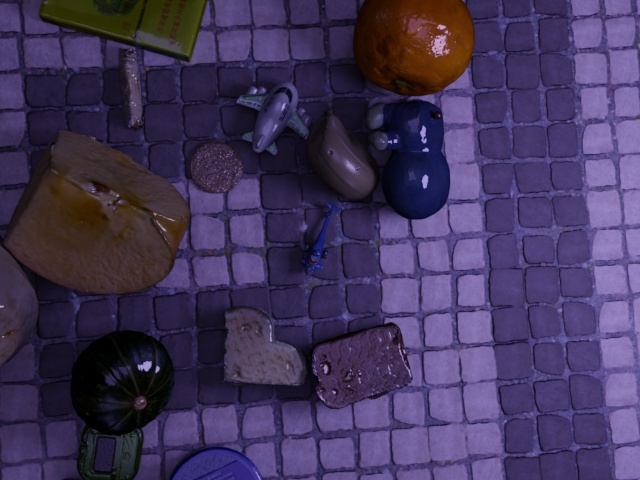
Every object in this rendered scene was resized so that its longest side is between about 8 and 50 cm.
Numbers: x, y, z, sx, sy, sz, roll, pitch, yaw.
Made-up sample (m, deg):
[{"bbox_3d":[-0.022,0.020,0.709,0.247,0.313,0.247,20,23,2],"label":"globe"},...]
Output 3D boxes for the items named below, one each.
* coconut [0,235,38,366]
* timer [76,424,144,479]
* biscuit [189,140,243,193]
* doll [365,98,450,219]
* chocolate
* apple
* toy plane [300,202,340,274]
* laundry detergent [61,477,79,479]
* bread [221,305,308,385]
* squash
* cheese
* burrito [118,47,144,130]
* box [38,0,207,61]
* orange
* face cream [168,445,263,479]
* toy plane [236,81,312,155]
[{"bbox_3d":[-0.710,0.111,1.479,0.323,0.323,0.323,0,86,-6],"label":"coconut"},{"bbox_3d":[-0.441,0.442,1.608,0.128,0.047,0.140,9,85,-5],"label":"timer"},{"bbox_3d":[-0.230,-0.161,1.691,0.120,0.015,0.120,0,86,-5],"label":"biscuit"},{"bbox_3d":[0.204,-0.176,1.666,0.228,0.154,0.258,-11,104,-44],"label":"doll"},{"bbox_3d":[0.082,0.269,1.654,0.214,0.093,0.148,-14,86,-8],"label":"chocolate"},{"bbox_3d":[-0.436,-0.053,1.548,0.309,0.252,0.314,29,67,-27],"label":"apple"},{"bbox_3d":[0.000,0.000,1.683,0.054,0.062,0.167,21,74,-4],"label":"toy plane"},{"bbox_3d":[-0.425,0.599,1.574,0.289,0.094,0.143,20,83,-4],"label":"laundry detergent"},{"bbox_3d":[-0.139,0.251,1.646,0.232,0.064,0.172,44,83,0],"label":"bread"},{"bbox_3d":[-0.402,0.287,1.555,0.172,0.218,0.218,27,82,32],"label":"squash"},{"bbox_3d":[0.052,-0.170,1.657,0.091,0.175,0.202,-35,120,23],"label":"cheese"},{"bbox_3d":[-0.415,-0.332,1.674,0.045,0.041,0.186,1,83,-48],"label":"burrito"},{"bbox_3d":[-0.426,-0.527,1.683,0.335,0.047,0.187,15,85,-5],"label":"box"},{"bbox_3d":[0.200,-0.434,1.637,0.261,0.261,0.261,0,86,-6],"label":"orange"},{"bbox_3d":[-0.218,0.530,1.586,0.206,0.111,0.206,2,79,-10],"label":"face cream"},{"bbox_3d":[-0.103,-0.270,1.682,0.174,0.080,0.174,1,83,-7],"label":"toy plane"}]
